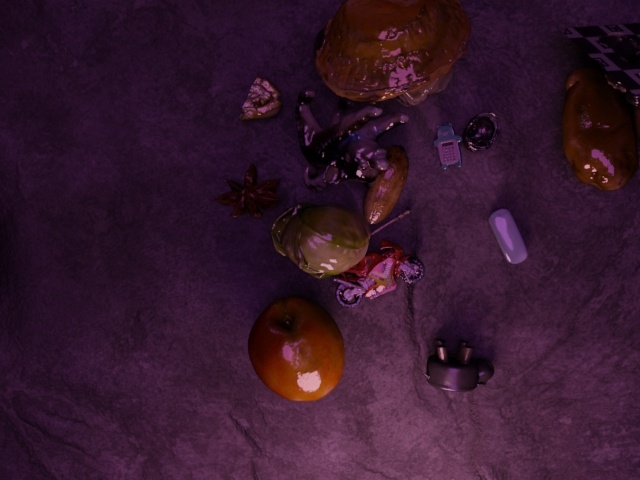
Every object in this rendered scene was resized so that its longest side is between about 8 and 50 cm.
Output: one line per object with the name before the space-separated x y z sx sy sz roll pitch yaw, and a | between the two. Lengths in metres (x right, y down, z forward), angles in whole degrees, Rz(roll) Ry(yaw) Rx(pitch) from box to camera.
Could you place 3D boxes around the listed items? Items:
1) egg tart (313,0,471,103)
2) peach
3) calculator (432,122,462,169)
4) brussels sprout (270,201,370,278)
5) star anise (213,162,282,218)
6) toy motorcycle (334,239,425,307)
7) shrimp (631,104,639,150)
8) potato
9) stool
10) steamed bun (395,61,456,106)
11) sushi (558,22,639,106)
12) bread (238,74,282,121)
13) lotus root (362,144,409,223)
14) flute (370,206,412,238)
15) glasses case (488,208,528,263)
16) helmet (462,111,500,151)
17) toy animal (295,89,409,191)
egg tart | 0.178 -0.567 1.302 0.444 0.178 0.442 -9 56 13
peach | -0.065 0.337 1.479 0.308 0.307 0.332 -21 124 7
calculator | 0.393 -0.290 1.488 0.094 0.019 0.141 -5 102 38
brussels sprout | 0.000 -0.002 1.455 0.295 0.259 0.226 3 106 -14
star anise | -0.218 -0.141 1.536 0.213 0.111 0.196 20 76 33
toy motorcycle | 0.173 0.100 1.530 0.298 0.089 0.170 -22 92 8
shrimp | 0.922 -0.299 1.361 0.062 0.154 0.294 -10 62 33
potato | 0.797 -0.320 1.399 0.196 0.176 0.368 -10 86 18
stool | 0.428 0.386 1.517 0.228 0.153 0.139 1 93 -37
steamed bun | 0.280 -0.513 1.434 0.218 0.144 0.211 36 98 2
sushi | 0.849 -0.451 1.323 0.297 0.099 0.372 -10 52 -14
bread | -0.178 -0.424 1.516 0.110 0.103 0.156 25 103 -9
lotus root | 0.203 -0.172 1.501 0.110 0.097 0.258 17 100 1
flute | 0.187 -0.035 1.548 0.233 0.027 0.027 -32 92 8
glasses case | 0.582 -0.013 1.501 0.067 0.045 0.178 -25 92 7
helmet | 0.481 -0.324 1.470 0.098 0.070 0.123 31 88 -5
toy animal | 0.073 -0.255 1.413 0.344 0.195 0.302 33 118 45
